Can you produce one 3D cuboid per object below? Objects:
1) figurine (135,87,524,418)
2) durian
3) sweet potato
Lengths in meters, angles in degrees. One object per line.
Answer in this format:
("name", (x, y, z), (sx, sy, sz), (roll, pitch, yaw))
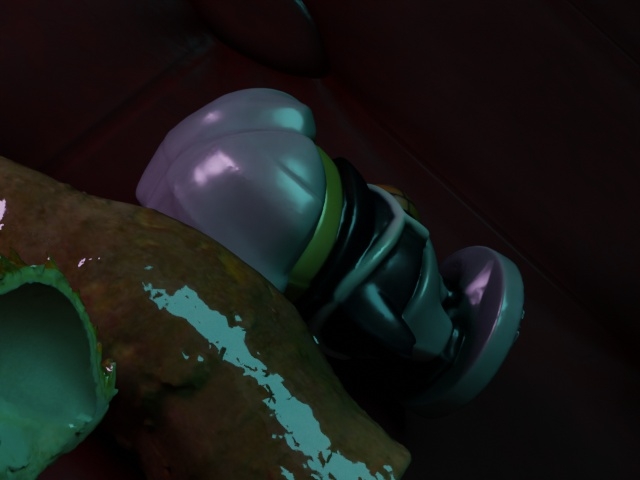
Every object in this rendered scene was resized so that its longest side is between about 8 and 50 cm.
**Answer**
("figurine", (0.000, 0.000, 1.116), (0.236, 0.133, 0.176), (29, 24, -26))
("durian", (-0.183, 0.085, 0.792), (0.139, 0.144, 0.252), (54, 36, -14))
("sweet potato", (-0.089, 0.048, 0.963), (0.336, 0.131, 0.131), (47, 31, 5))
